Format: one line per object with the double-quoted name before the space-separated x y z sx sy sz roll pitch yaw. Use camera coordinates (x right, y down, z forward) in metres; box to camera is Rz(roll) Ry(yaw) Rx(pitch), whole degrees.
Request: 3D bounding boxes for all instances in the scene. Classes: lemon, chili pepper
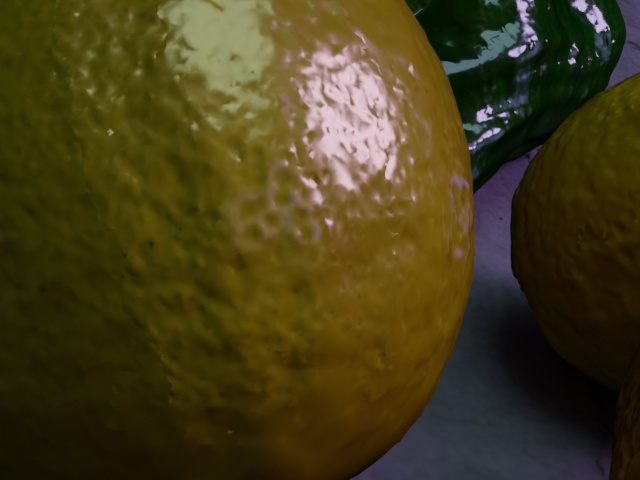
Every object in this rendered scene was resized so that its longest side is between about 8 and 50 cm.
"lemon" 0.192 -0.005 0.650 0.180 0.193 0.181 3 74 -11
"chili pepper" 0.054 -0.129 0.839 0.213 0.168 0.385 34 34 33
"lemon" -0.055 0.007 0.479 0.240 0.240 0.219 -4 73 -34

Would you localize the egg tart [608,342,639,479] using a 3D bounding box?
"egg tart" 0.209 0.091 0.508 0.202 0.203 0.147 17 19 1
